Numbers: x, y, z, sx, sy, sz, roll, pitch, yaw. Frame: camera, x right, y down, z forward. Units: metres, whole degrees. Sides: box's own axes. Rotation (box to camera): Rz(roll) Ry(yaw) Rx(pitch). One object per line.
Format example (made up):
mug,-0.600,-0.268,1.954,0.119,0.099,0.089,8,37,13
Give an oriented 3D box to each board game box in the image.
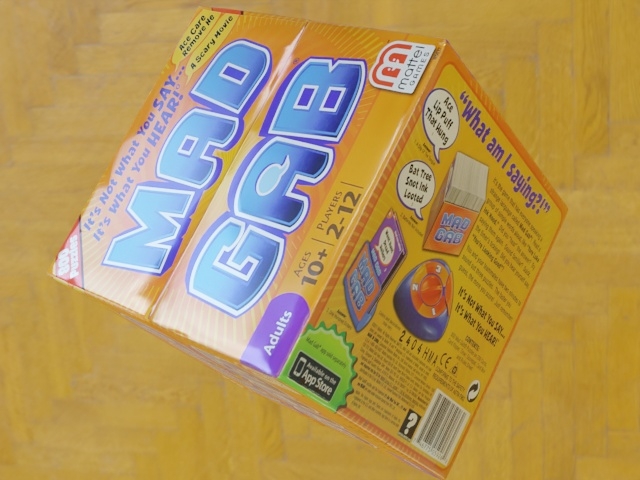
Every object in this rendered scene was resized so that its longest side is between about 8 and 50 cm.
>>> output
board game box,0.000,0.000,1.146,0.356,0.356,0.356,18,75,40
